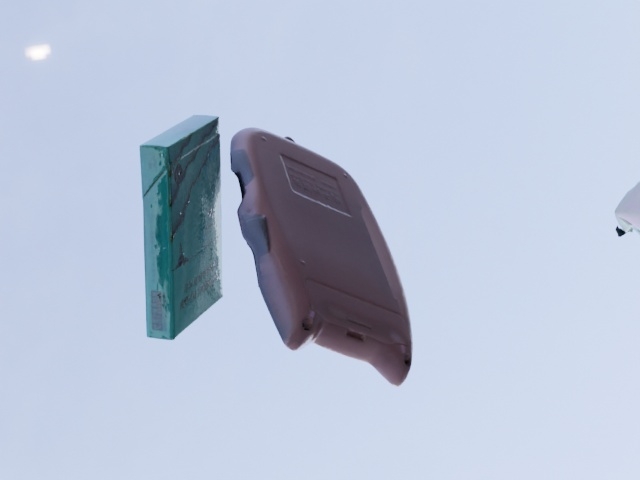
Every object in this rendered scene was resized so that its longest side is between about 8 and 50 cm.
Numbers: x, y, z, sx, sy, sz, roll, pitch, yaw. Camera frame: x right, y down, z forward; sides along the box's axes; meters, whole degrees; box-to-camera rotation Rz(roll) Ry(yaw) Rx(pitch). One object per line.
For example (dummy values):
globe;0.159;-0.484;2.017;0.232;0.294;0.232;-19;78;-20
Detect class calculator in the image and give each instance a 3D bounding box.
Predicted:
calculator;0.000;0.000;1.862;0.220;0.048;0.329;21;-143;-37

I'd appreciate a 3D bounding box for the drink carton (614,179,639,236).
drink carton;0.368;0.009;1.272;0.271;0.108;0.161;42;-103;-15

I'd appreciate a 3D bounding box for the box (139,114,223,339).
box;-0.157;-0.018;1.972;0.161;0.042;0.226;-45;-43;-66
